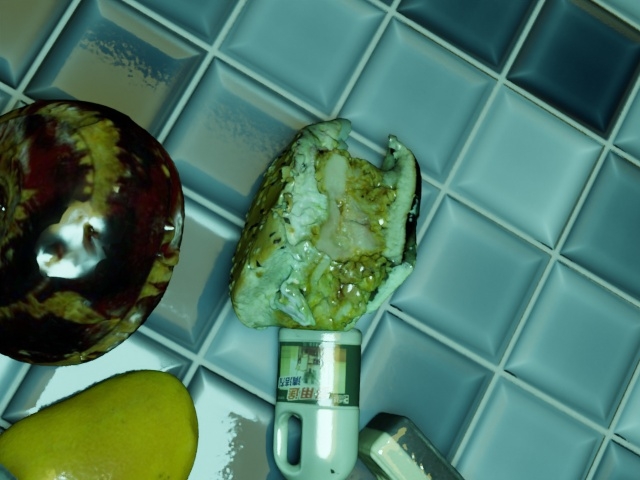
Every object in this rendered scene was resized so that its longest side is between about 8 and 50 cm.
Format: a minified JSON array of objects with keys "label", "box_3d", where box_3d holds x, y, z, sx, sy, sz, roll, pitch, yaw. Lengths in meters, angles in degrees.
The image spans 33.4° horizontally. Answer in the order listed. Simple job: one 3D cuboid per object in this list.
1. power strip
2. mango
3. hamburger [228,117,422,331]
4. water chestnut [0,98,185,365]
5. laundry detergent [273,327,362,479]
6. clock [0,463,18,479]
[{"label":"power strip","box_3d":[0.146,0.312,1.233,0.070,0.105,0.256,-44,94,-13]},{"label":"mango","box_3d":[-0.239,0.251,1.140,0.254,0.139,0.175,-23,95,-21]},{"label":"hamburger","box_3d":[0.000,0.000,1.202,0.168,0.192,0.288,28,38,-13]},{"label":"water chestnut","box_3d":[-0.265,-0.006,1.128,0.300,0.300,0.300,2,83,-12]},{"label":"laundry detergent","box_3d":[-0.005,0.212,1.229,0.099,0.070,0.225,2,83,4]},{"label":"clock","box_3d":[-0.423,0.296,1.029,0.325,0.067,0.325,3,124,5]}]
